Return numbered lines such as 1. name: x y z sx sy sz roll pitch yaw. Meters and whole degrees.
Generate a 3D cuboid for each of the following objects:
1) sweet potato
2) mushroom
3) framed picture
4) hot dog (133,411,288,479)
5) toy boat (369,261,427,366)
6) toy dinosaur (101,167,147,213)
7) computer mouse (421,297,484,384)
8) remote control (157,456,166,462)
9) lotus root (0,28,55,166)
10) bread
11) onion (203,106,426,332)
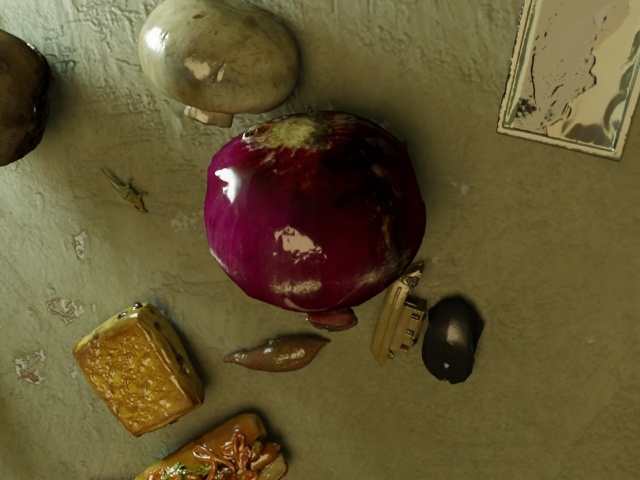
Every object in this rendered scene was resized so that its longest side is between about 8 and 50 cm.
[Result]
1. sweet potato: -0.091 0.214 1.583 0.226 0.068 0.068 -13 108 24
2. mushroom: -0.171 -0.265 1.331 0.253 0.189 0.195 24 116 11
3. framed picture: 0.371 -0.258 1.244 0.192 0.018 0.266 14 117 14
4. hot dog: -0.229 0.468 1.682 0.348 0.117 0.158 -31 100 14
5. toy boat: 0.140 0.127 1.471 0.077 0.057 0.201 18 117 6
6. toy dinosaur: -0.350 -0.092 1.557 0.113 0.026 0.041 47 137 -15
7. computer mouse: 0.219 0.177 1.463 0.099 0.057 0.172 12 117 17
8. remote control: -0.273 0.564 1.808 0.104 0.052 0.247 -22 103 21
9. lotus root: -0.548 -0.235 1.456 0.192 0.272 0.272 16 117 2
10. bread: -0.342 0.249 1.669 0.210 0.099 0.235 -31 94 25
11. onion: 0.000 0.000 1.315 0.347 0.348 0.385 2 126 18
